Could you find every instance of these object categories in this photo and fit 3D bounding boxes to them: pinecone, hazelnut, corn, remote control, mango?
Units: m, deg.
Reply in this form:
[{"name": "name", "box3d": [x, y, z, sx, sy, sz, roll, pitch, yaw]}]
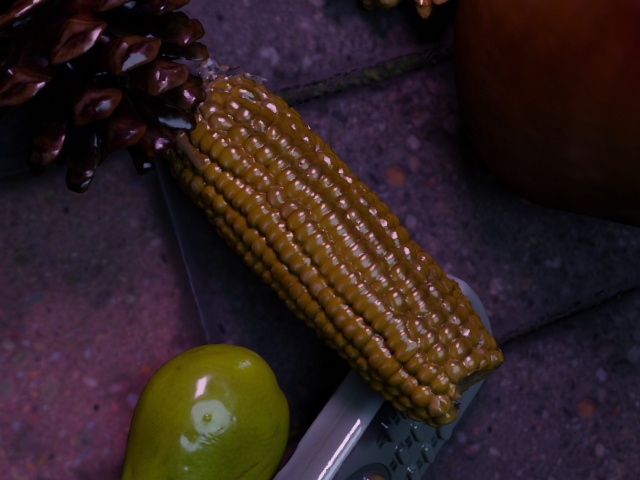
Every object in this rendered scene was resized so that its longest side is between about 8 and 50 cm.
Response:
[{"name": "pinecone", "box3d": [-0.165, -0.127, 0.859, 0.207, 0.207, 0.208, 1, 87, -27]}, {"name": "hazelnut", "box3d": [0.279, -0.177, 1.019, 0.365, 0.366, 0.366, 1, 87, -27]}, {"name": "corn", "box3d": [0.000, -0.001, 0.935, 0.115, 0.115, 0.318, -37, 75, -24]}, {"name": "remote control", "box3d": [0.040, 0.163, 0.999, 0.296, 0.056, 0.140, -52, 146, -21]}, {"name": "mango", "box3d": [-0.085, 0.155, 0.951, 0.117, 0.089, 0.163, 16, 92, -34]}]

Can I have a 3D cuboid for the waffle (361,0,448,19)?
[{"name": "waffle", "box3d": [0.053, -0.299, 1.056, 0.229, 0.057, 0.219, 45, 69, -17]}]
